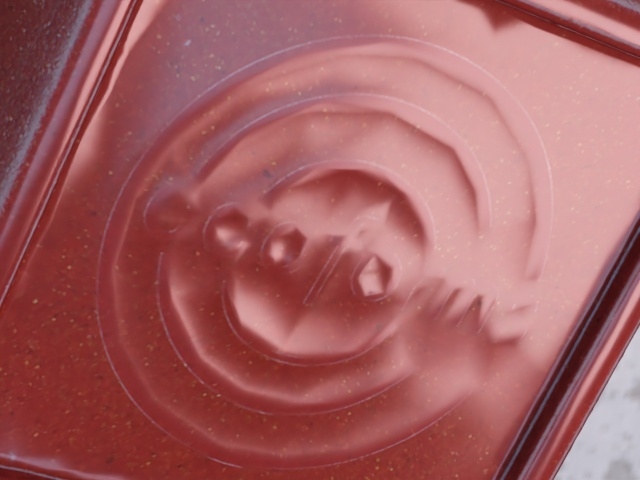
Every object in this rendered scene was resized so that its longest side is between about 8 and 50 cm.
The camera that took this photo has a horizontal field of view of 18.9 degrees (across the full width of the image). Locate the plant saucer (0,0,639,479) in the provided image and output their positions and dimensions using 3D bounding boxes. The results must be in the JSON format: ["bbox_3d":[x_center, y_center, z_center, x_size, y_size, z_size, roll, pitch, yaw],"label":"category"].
[{"bbox_3d":[0.000,0.000,0.567,0.258,0.048,0.259,18,108,-27],"label":"plant saucer"}]
